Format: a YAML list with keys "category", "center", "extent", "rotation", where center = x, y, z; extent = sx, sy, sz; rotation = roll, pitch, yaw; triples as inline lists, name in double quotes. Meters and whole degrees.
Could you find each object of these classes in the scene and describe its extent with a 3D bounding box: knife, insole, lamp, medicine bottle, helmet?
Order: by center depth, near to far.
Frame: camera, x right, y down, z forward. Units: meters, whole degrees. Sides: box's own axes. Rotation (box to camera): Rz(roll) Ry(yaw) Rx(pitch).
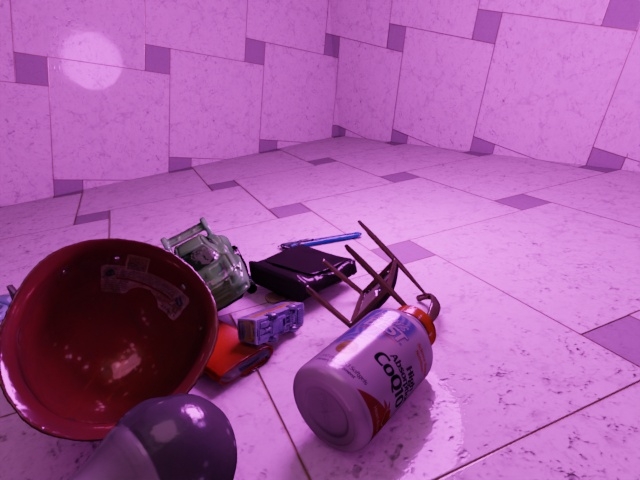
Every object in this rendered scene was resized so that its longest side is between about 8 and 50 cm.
- category: "lamp"
  center: [-0.265, 0.321, 0.603]
  extent: [0.313, 0.182, 0.182]
  rotation: [-14, 23, -29]
- category: "medicine bottle"
  center: [0.098, 0.220, 0.809]
  extent: [0.156, 0.157, 0.288]
  rotation: [13, 29, 38]
- category: "helmet"
  center: [-0.393, 0.206, 0.852]
  extent: [0.337, 0.230, 0.385]
  rotation: [23, 46, -16]
- category: "insole"
  center: [-0.040, 0.126, 1.273]
  extent: [0.247, 0.011, 0.081]
  rotation: [-17, 25, -26]
- category: "knife"
  center: [0.000, -0.002, 1.564]
  extent: [0.296, 0.026, 0.044]
  rotation: [-10, 10, -10]

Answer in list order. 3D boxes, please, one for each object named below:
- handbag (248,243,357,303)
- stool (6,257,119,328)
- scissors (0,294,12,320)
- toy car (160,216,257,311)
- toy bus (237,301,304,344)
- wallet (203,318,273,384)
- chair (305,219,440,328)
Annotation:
- category: "handbag"
  center: [-0.051, 0.087, 1.262]
  extent: [0.222, 0.080, 0.246]
  rotation: [-18, 24, -40]
- category: "stool"
  center: [-0.552, 0.168, 1.078]
  extent: [0.243, 0.171, 0.269]
  rotation: [-24, 28, -39]
- category: "scissors"
  center: [-0.990, 0.179, 1.348]
  extent: [0.359, 0.030, 0.191]
  rotation: [5, 20, 30]
- category: "toy car"
  center: [-0.308, 0.072, 1.185]
  extent: [0.213, 0.177, 0.358]
  rotation: [-28, 21, -11]
- category: "toy bus"
  center: [-0.107, 0.184, 1.026]
  extent: [0.075, 0.064, 0.190]
  rotation: [0, 5, 26]
- category: "wallet"
  center: [-0.222, 0.237, 0.995]
  extent: [0.204, 0.045, 0.142]
  rotation: [15, 27, 40]
- category: "chair"
  center: [0.127, 0.120, 1.074]
  extent: [0.272, 0.166, 0.188]
  rotation: [40, 27, -2]
